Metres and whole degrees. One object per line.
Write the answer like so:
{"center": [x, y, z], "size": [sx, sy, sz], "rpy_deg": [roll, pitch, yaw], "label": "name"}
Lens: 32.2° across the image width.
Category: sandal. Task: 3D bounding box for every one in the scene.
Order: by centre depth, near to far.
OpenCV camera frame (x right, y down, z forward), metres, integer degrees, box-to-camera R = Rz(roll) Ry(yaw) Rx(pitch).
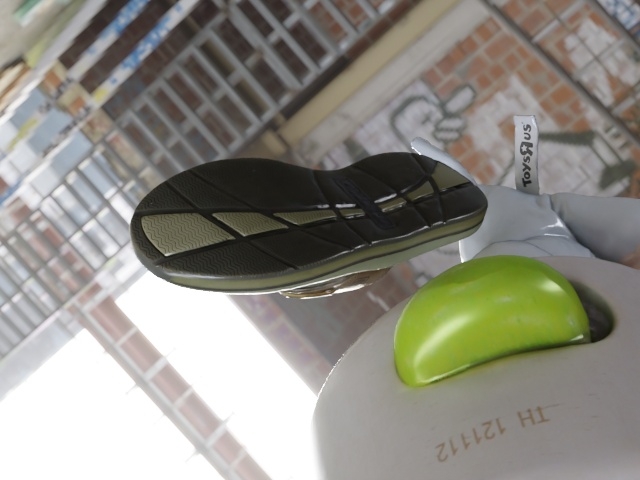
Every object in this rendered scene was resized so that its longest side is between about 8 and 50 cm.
{"center": [0.002, 0.001, 0.834], "size": [0.302, 0.120, 0.086], "rpy_deg": [-7, 136, -35], "label": "sandal"}

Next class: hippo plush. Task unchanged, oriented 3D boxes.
{"center": [0.221, 0.044, 1.037], "size": [0.234, 0.294, 0.236], "rpy_deg": [-12, -165, 13], "label": "hippo plush"}

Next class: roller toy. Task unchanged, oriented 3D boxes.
{"center": [0.098, 0.118, 0.464], "size": [0.191, 0.209, 0.146], "rpy_deg": [-56, -152, 30], "label": "roller toy"}
